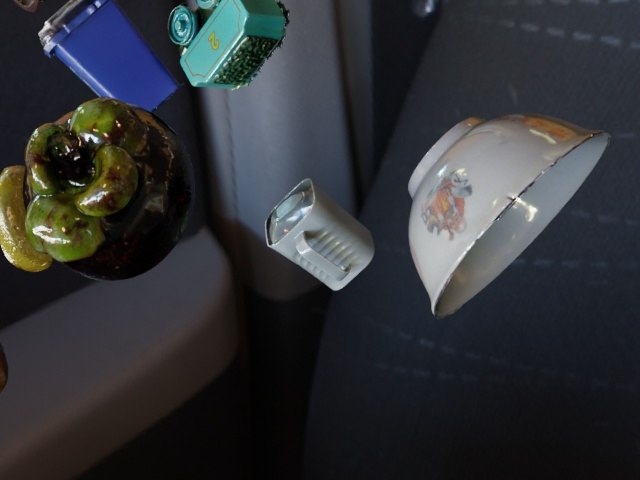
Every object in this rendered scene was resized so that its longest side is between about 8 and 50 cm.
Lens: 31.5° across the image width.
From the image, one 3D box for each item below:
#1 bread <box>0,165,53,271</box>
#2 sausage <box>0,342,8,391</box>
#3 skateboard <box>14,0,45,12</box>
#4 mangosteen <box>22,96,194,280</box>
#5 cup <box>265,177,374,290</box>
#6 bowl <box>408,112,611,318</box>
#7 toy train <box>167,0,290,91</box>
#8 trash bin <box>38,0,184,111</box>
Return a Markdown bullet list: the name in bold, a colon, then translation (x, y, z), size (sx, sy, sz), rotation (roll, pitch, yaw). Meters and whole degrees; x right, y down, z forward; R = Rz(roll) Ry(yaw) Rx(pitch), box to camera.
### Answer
- **bread**: translation (-0.479, -0.043, 1.915), size (0.149, 0.188, 0.065), rotation (-4, -5, 1)
- **sausage**: translation (-0.501, 0.152, 1.620), size (0.103, 0.302, 0.076), rotation (36, 60, 22)
- **skateboard**: translation (-0.417, -0.396, 1.595), size (0.080, 0.151, 0.067), rotation (6, -14, -30)
- **mangosteen**: translation (-0.260, -0.062, 1.373), size (0.243, 0.243, 0.243), rotation (-10, 36, 7)
- **cup**: translation (0.000, 0.000, 1.533), size (0.095, 0.129, 0.128), rotation (-44, 26, 18)
- **bowl**: translation (0.224, -0.068, 1.563), size (0.345, 0.345, 0.157), rotation (-36, 72, -27)
- **toy train**: translation (-0.156, -0.350, 1.881), size (0.112, 0.203, 0.163), rotation (-5, 57, -43)
- **trash bin**: translation (-0.355, -0.324, 1.984), size (0.184, 0.234, 0.162), rotation (-42, 11, -5)
